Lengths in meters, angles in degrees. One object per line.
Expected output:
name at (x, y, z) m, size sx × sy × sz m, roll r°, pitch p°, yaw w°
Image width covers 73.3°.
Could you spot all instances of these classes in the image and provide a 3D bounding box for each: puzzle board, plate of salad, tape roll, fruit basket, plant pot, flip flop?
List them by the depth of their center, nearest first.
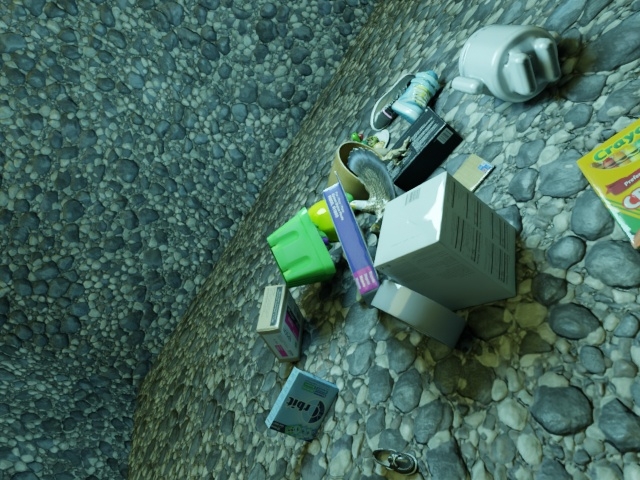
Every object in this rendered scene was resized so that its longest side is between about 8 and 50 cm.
tape roll at (0.233, 0.176, 1.036) m, size 0.072 × 0.219 × 0.219 m, roll -62°, pitch 24°, yaw -5°
puzzle board at (0.459, -0.205, 1.298) m, size 0.096 × 0.011 × 0.128 m, roll -51°, pitch 26°, yaw 15°
flip flop at (0.114, 0.072, 1.446) m, size 0.112 × 0.080 × 0.277 m, roll 103°, pitch 165°, yaw -78°
fruit basket at (0.000, 0.000, 1.578) m, size 0.392 × 0.392 × 0.283 m, roll -34°, pitch 79°, yaw 44°
plant pot at (0.123, -0.229, 1.752) m, size 0.254 × 0.237 × 0.237 m, roll 125°, pitch 159°, yaw -44°
plate of salad at (0.232, -0.420, 1.943) m, size 0.200 × 0.048 × 0.199 m, roll -44°, pitch 28°, yaw 32°

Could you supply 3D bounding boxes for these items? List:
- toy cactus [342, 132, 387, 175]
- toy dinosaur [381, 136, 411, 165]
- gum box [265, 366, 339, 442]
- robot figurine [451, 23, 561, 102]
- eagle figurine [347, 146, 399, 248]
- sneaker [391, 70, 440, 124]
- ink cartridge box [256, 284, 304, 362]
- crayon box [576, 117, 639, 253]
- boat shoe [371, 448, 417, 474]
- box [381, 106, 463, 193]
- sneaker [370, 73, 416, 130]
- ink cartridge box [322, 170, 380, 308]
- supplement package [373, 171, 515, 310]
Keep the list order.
toy cactus at (0.195, -0.360, 1.841) m, size 0.181 × 0.219 × 0.112 m, roll -9°, pitch 20°, yaw 8°
toy dinosaur at (0.248, -0.291, 1.490) m, size 0.183 × 0.053 × 0.092 m, roll -29°, pitch 30°, yaw 0°
gum box at (-0.053, 0.497, 1.297) m, size 0.184 × 0.157 × 0.041 m, roll -61°, pitch 24°, yaw -5°
robot figurine at (0.543, -0.526, 1.272) m, size 0.300 × 0.199 × 0.353 m, roll -27°, pitch 29°, yaw 4°
eagle figurine at (0.193, -0.146, 1.441) m, size 0.226 × 0.225 × 0.298 m, roll -34°, pitch 50°, yaw 58°
sneaker at (0.386, -0.564, 1.672) m, size 0.208 × 0.127 × 0.319 m, roll -50°, pitch 15°, yaw 19°
ink cartridge box at (-0.140, 0.309, 1.591) m, size 0.088 × 0.234 × 0.193 m, roll -9°, pitch 46°, yaw 14°
crayon box at (0.627, -0.130, 0.799) m, size 0.202 × 0.081 × 0.318 m, roll -43°, pitch 28°, yaw 34°
boat shoe at (0.169, 0.509, 0.997) m, size 0.125 × 0.038 × 0.046 m, roll -18°, pitch 47°, yaw 56°
box at (0.350, -0.318, 1.527) m, size 0.261 × 0.103 × 0.184 m, roll -49°, pitch 30°, yaw 23°
sneaker at (0.335, -0.609, 1.887) m, size 0.295 × 0.105 × 0.147 m, roll -51°, pitch 20°, yaw 7°
ink cartridge box at (0.094, 0.015, 1.233) m, size 0.071 × 0.330 × 0.324 m, roll -22°, pitch 68°, yaw 5°
supplement package at (0.303, 0.015, 1.033) m, size 0.199 × 0.263 × 0.198 m, roll -28°, pitch 38°, yaw 49°
